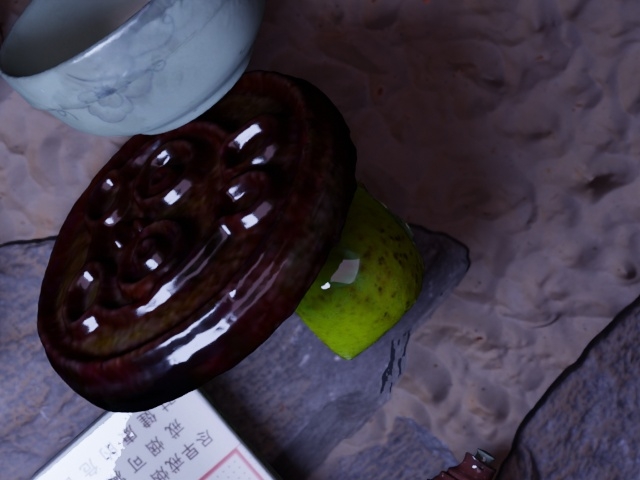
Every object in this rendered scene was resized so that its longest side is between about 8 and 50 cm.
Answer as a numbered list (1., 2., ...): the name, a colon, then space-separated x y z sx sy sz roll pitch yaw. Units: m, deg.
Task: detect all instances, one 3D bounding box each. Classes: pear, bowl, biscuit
1. pear: 0.000 0.000 1.799 0.164 0.255 0.238 -44 88 -1
2. bowl: -0.180 -0.228 1.780 0.307 0.307 0.163 -41 121 -2
3. biscuit: -0.139 -0.011 1.720 0.407 0.407 0.091 -47 121 -2

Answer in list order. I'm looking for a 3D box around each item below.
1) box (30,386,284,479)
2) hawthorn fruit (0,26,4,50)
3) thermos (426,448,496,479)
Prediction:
1. box: -0.138 0.320 1.871 0.210 0.095 0.330 -41 92 -2
2. hawthorn fruit: -0.433 -0.199 1.805 0.172 0.173 0.173 0 91 -4
3. thermos: 0.135 0.342 1.893 0.124 0.099 0.232 32 86 -40
